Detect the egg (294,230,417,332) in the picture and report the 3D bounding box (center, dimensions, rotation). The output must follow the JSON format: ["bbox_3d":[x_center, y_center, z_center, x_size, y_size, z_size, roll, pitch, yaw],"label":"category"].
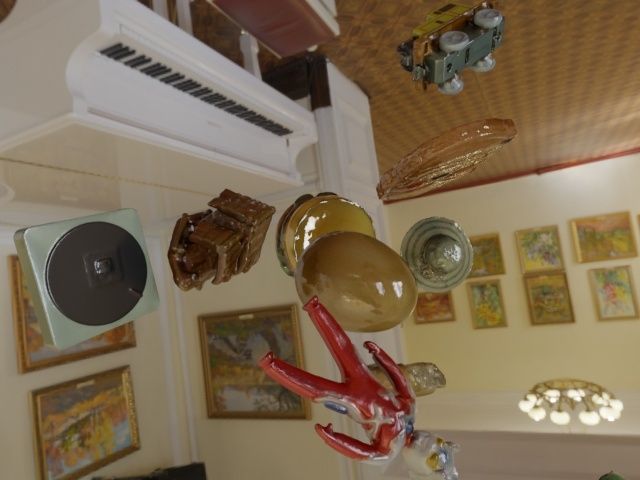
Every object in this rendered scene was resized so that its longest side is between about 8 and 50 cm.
[{"bbox_3d":[0.087,0.106,1.124,0.322,0.250,0.250,16,-174,27],"label":"egg"}]

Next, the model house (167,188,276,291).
[{"bbox_3d":[-0.236,-0.013,1.078,0.229,0.219,0.199,-28,177,25],"label":"model house"}]

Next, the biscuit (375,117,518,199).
[{"bbox_3d":[0.344,-0.216,1.300,0.350,0.078,0.455,-13,170,-12],"label":"biscuit"}]

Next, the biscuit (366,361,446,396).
[{"bbox_3d":[0.202,0.368,1.169,0.213,0.091,0.274,-15,162,35],"label":"biscuit"}]

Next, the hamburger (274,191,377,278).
[{"bbox_3d":[0.000,0.000,1.770,0.396,0.395,0.277,-5,-175,-24],"label":"hamburger"}]

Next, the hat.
[{"bbox_3d":[0.385,0.046,1.384,0.252,0.252,0.110,-7,-179,-7],"label":"hat"}]

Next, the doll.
[{"bbox_3d":[0.081,0.270,0.726,0.188,0.384,0.099,-51,-173,-34],"label":"doll"}]

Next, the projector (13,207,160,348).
[{"bbox_3d":[-0.509,0.074,0.993,0.079,0.259,0.257,-5,-170,36],"label":"projector"}]

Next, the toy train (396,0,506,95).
[{"bbox_3d":[0.204,-0.314,0.710,0.219,0.127,0.089,-36,141,-19],"label":"toy train"}]

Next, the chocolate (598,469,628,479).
[{"bbox_3d":[0.553,0.473,0.647,0.110,0.110,0.291,-4,-163,-35],"label":"chocolate"}]
